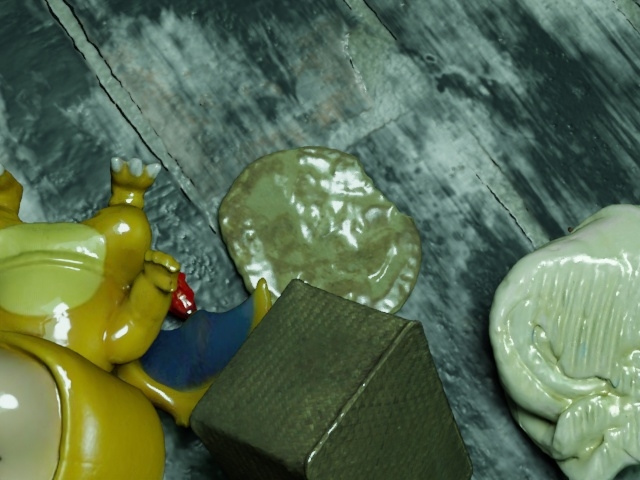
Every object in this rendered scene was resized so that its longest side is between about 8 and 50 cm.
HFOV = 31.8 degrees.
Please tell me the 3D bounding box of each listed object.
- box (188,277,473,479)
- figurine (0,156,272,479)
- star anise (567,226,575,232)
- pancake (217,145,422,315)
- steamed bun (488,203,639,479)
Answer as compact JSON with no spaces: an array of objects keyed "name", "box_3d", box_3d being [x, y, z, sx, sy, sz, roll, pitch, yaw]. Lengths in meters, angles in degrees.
[{"name":"box","box_3d":[0.021,0.196,1.064,0.143,0.273,0.184,17,57,35]},{"name":"figurine","box_3d":[-0.223,0.126,1.045,0.401,0.268,0.387,7,66,-17]},{"name":"star anise","box_3d":[0.381,0.018,1.354,0.191,0.070,0.097,11,69,-8]},{"name":"pancake","box_3d":[0.000,0.000,1.272,0.236,0.042,0.222,30,70,1]},{"name":"steamed bun","box_3d":[0.326,0.105,1.242,0.280,0.207,0.268,-27,87,9]}]
